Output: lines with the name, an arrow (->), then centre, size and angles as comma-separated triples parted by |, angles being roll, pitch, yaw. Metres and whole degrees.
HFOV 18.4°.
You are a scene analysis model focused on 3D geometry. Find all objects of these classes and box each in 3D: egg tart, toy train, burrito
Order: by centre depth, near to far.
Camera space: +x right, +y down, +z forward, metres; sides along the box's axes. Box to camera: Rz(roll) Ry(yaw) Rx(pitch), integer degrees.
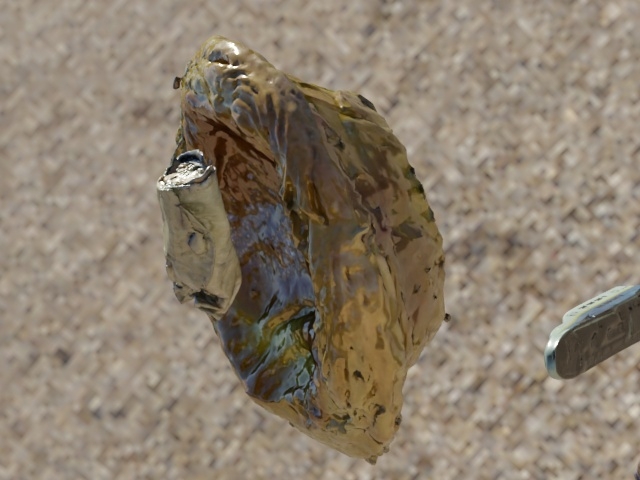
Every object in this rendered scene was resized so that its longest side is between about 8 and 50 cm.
burrito -> -0.075, -0.006, 1.181 | 0.041, 0.149, 0.055 | -36, 58, -20
egg tart -> 0.000, 0.000, 1.503 | 0.150, 0.352, 0.352 | -22, 20, -19
toy train -> 0.262, 0.091, 1.928 | 0.051, 0.052, 0.234 | -3, 10, 34

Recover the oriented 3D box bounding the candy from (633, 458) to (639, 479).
candy -> 0.375, 0.174, 1.465 | 0.289, 0.214, 0.157 | -24, 65, 25
